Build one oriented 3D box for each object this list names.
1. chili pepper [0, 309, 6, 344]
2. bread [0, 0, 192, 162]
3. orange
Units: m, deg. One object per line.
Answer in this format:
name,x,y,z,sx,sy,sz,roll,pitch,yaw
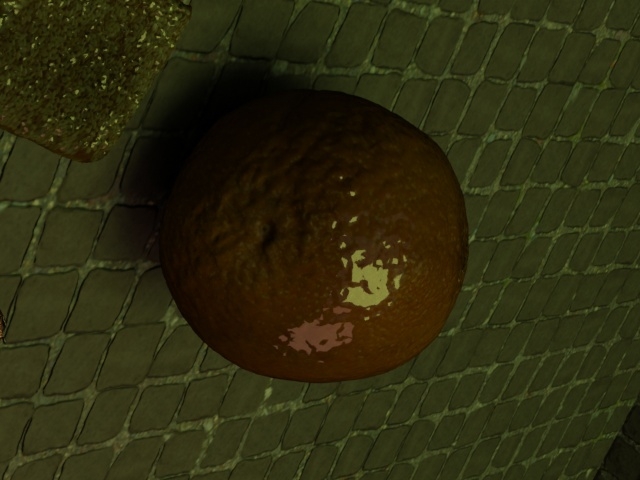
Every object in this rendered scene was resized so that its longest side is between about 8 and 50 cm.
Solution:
chili pepper,-0.367,0.102,1.483,0.123,0.073,0.070,-29,99,-38
bread,-0.242,-0.179,1.340,0.184,0.110,0.234,-59,150,2
orange,0.000,0.000,1.648,0.322,0.322,0.357,-55,160,3
